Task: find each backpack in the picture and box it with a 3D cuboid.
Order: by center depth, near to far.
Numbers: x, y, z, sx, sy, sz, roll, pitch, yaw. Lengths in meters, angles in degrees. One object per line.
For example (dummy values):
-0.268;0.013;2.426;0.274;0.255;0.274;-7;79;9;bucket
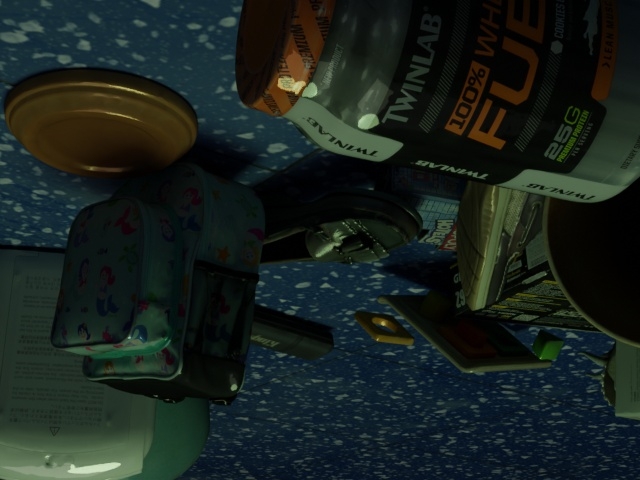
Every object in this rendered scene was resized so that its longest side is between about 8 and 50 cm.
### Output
-0.175;0.038;1.306;0.191;0.253;0.225;26;159;-37;backpack

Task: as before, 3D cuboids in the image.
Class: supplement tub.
0.105;-0.146;0.919;0.316;0.193;0.193;9;156;-20;supplement tub

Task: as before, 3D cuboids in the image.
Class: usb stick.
-0.097;0.134;1.805;0.278;0.045;0.077;20;152;-38;usb stick

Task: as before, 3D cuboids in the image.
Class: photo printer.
-0.342;0.171;1.564;0.256;0.307;0.107;4;157;-9;photo printer

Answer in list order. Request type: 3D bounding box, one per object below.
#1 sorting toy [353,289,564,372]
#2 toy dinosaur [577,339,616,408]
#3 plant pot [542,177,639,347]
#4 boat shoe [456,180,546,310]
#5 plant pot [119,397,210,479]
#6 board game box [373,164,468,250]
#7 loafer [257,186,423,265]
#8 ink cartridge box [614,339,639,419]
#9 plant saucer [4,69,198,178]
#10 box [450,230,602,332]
0.199;0.113;1.597;0.348;0.047;0.196;3;-154;-45;sorting toy
0.438;0.160;1.537;0.160;0.121;0.313;-17;163;5;toy dinosaur
0.383;-0.019;1.202;0.237;0.237;0.254;-13;175;30;plant pot
0.199;-0.039;1.216;0.092;0.103;0.285;-4;130;-8;boat shoe
-0.305;0.204;1.742;0.290;0.290;0.195;3;129;-5;plant pot
0.160;-0.037;1.357;0.194;0.060;0.194;4;157;-5;board game box
0.000;0.000;1.330;0.267;0.084;0.096;0;142;47;loafer
0.435;0.139;1.310;0.128;0.127;0.176;15;162;-38;ink cartridge box
-0.228;-0.112;1.222;0.200;0.037;0.200;1;157;0;plant saucer
0.367;0.048;1.503;0.322;0.079;0.257;7;158;-23;box
